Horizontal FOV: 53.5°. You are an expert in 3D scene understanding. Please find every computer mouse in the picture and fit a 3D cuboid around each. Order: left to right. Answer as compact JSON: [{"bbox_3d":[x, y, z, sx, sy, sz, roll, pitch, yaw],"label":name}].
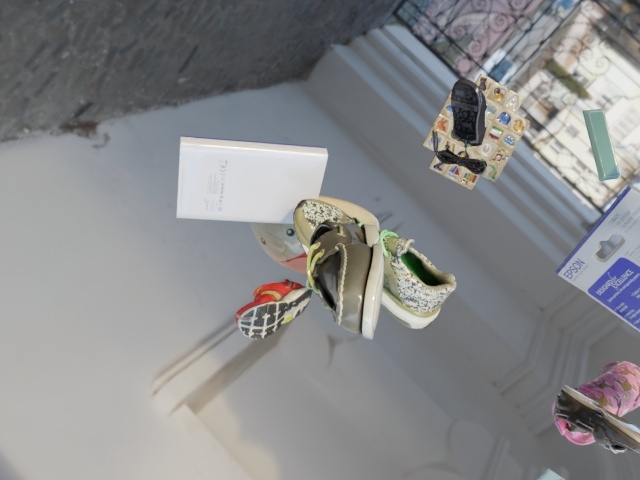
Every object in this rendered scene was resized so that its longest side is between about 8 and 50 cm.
[{"bbox_3d":[0.376,-0.316,1.704,0.060,0.184,0.262,-30,123,-29],"label":"computer mouse"}]

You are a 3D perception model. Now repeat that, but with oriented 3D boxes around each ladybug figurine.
[{"bbox_3d":[0.000,0.000,1.789,0.305,0.162,0.449,-20,156,38],"label":"ladybug figurine"}]

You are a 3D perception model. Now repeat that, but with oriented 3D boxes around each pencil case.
[{"bbox_3d":[0.840,0.477,1.896,0.386,0.160,0.167,-8,113,-46],"label":"pencil case"}]

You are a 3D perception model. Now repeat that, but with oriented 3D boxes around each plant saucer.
[{"bbox_3d":[0.733,-0.251,1.650,0.067,0.192,0.018,-9,173,-23],"label":"plant saucer"}]

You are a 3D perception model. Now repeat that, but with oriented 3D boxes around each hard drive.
[{"bbox_3d":[-0.159,-0.130,1.437,0.040,0.318,0.210,-101,-161,-46],"label":"hard drive"}]

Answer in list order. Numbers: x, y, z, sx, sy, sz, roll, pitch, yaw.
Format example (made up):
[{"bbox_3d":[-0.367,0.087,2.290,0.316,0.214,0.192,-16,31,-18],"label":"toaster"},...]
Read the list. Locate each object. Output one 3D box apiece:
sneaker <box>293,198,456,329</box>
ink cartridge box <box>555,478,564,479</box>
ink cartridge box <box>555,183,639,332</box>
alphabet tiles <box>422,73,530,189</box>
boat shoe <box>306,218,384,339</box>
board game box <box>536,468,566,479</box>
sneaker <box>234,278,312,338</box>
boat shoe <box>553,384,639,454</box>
[{"bbox_3d":[0.132,0.017,1.395,0.158,0.410,0.182,-59,-175,-39],"label":"sneaker"},{"bbox_3d":[0.300,0.422,0.805,0.127,0.128,0.176,-13,-161,-5],"label":"ink cartridge box"},{"bbox_3d":[0.582,0.060,1.033,0.072,0.307,0.304,-43,162,-23],"label":"ink cartridge box"},{"bbox_3d":[0.511,-0.353,2.084,0.343,0.285,0.011,-63,-170,15],"label":"alphabet tiles"},{"bbox_3d":[0.026,0.039,0.780,0.305,0.091,0.109,-82,-179,-77],"label":"boat shoe"},{"bbox_3d":[0.465,0.558,1.093,0.144,0.275,0.142,-20,125,-38],"label":"board game box"},{"bbox_3d":[-0.140,0.170,1.657,0.279,0.118,0.107,-18,130,-55],"label":"sneaker"},{"bbox_3d":[0.697,0.468,1.576,0.096,0.112,0.335,-66,-166,4],"label":"boat shoe"}]
